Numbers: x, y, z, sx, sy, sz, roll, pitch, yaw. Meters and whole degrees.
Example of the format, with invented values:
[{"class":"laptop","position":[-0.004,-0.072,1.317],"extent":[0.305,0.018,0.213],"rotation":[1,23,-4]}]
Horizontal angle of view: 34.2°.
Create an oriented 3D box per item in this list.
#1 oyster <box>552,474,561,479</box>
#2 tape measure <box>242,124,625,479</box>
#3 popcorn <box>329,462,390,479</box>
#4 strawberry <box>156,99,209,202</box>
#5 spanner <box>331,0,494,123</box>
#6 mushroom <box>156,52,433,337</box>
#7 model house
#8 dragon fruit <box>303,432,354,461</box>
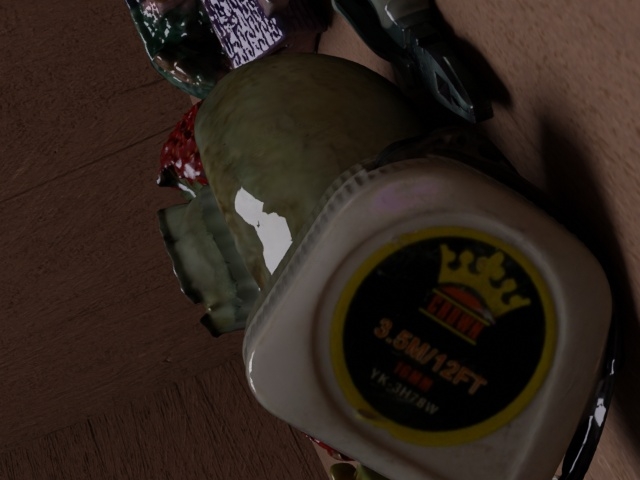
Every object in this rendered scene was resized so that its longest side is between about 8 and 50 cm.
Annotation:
[{"class":"oyster","position":[0.225,0.253,0.977],"extent":[0.051,0.034,0.093],"rotation":[45,148,29]},{"class":"tape measure","position":[0.105,0.060,0.734],"extent":[0.271,0.231,0.133],"rotation":[33,-171,-9]},{"class":"popcorn","position":[0.091,0.423,1.246],"extent":[0.290,0.325,0.321],"rotation":[55,169,-25]},{"class":"strawberry","position":[-0.125,-0.132,1.664],"extent":[0.261,0.257,0.261],"rotation":[36,165,12]},{"class":"spanner","position":[0.067,-0.181,0.882],"extent":[0.325,0.040,0.096],"rotation":[-121,12,-51]},{"class":"mushroom","position":[0.000,0.000,0.944],"extent":[0.352,0.260,0.352],"rotation":[160,90,-89]},{"class":"model house","position":[-0.123,-0.302,1.192],"extent":[0.237,0.202,0.237],"rotation":[134,114,-81]},{"class":"dragon fruit","position":[0.045,0.246,1.578],"extent":[0.209,0.172,0.172],"rotation":[57,177,-27]}]
